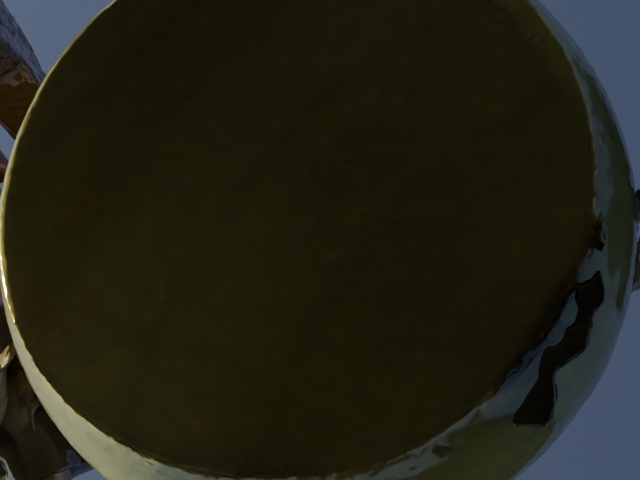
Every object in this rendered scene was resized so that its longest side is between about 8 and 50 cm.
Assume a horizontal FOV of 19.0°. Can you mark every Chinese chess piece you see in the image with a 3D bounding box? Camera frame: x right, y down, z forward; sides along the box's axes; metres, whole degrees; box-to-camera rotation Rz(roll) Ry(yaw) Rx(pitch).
[{"bbox_3d":[0.000,0.000,0.680,0.238,0.092,0.238,-6,-115,13],"label":"Chinese chess piece"}]

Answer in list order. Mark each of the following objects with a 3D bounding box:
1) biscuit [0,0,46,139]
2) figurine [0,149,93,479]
[{"bbox_3d":[-0.205,-0.147,0.958,0.047,0.320,0.183,-25,-118,3],"label":"biscuit"},{"bbox_3d":[-0.229,0.018,1.133,0.207,0.166,0.387,-24,-93,48],"label":"figurine"}]
